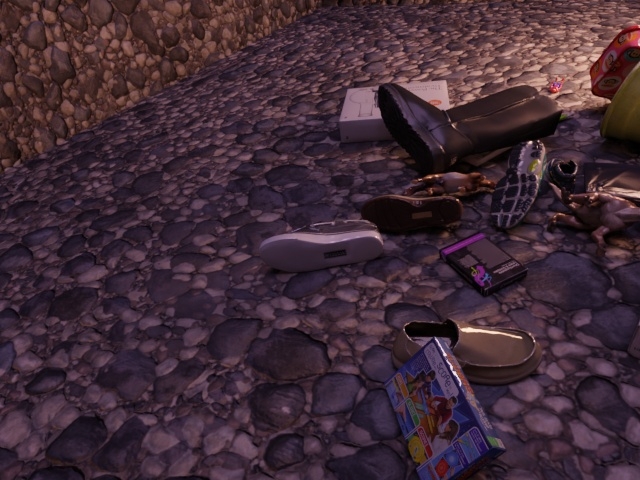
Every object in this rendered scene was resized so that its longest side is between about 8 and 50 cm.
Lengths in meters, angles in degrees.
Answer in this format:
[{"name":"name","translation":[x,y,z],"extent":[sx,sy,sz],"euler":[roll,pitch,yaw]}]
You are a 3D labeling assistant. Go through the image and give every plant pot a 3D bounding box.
[{"name":"plant pot","translation":[0.959,-0.344,1.224],"extent":[0.276,0.276,0.254],"euler":[-30,54,-22]}]

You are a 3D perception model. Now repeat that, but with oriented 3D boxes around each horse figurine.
[{"name":"horse figurine","translation":[0.349,-0.149,1.234],"extent":[0.263,0.066,0.174],"euler":[-3,8,26]}]

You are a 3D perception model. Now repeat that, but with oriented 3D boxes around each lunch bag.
[{"name":"lunch bag","translation":[1.014,-0.520,1.423],"extent":[0.293,0.258,0.120],"euler":[10,67,1]}]

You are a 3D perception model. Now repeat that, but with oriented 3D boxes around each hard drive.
[{"name":"hard drive","translation":[0.788,-0.127,1.123],"extent":[0.254,0.054,0.172],"euler":[10,39,21]}]

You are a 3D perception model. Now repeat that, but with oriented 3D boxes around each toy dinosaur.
[{"name":"toy dinosaur","translation":[0.659,-0.062,1.039],"extent":[0.200,0.127,0.296],"euler":[-8,20,-13]}]

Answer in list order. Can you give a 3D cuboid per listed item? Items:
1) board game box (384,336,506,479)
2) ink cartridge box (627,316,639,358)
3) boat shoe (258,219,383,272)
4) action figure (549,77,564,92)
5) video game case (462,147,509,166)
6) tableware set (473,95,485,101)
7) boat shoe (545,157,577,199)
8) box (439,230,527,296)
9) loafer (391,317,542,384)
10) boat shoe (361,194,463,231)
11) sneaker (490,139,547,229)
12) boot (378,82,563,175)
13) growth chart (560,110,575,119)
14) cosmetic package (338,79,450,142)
[{"name":"board game box","translation":[0.186,0.274,0.728],"extent":[0.136,0.035,0.201],"euler":[-50,32,23]},{"name":"ink cartridge box","translation":[0.653,0.142,0.808],"extent":[0.139,0.082,0.190],"euler":[22,47,35]},{"name":"boat shoe","translation":[0.000,0.000,1.129],"extent":[0.301,0.108,0.102],"euler":[-8,38,0]},{"name":"action figure","translation":[0.874,-0.574,1.694],"extent":[0.038,0.030,0.115],"euler":[19,49,26]},{"name":"video game case","translation":[0.499,-0.309,1.458],"extent":[0.190,0.022,0.173],"euler":[-28,41,-21]},{"name":"tableware set","translation":[0.563,-0.453,1.610],"extent":[0.141,0.020,0.169],"euler":[-28,40,-6]},{"name":"boat shoe","translation":[0.649,-0.189,1.220],"extent":[0.065,0.083,0.183],"euler":[1,40,15]},{"name":"box","translation":[0.365,0.050,1.037],"extent":[0.116,0.029,0.162],"euler":[-22,38,-13]},{"name":"loafer","translation":[0.262,0.195,0.829],"extent":[0.268,0.092,0.102],"euler":[-4,39,9]},{"name":"boat shoe","translation":[0.238,-0.072,1.191],"extent":[0.257,0.095,0.095],"euler":[3,9,21]},{"name":"sneaker","translation":[0.523,-0.131,1.164],"extent":[0.107,0.110,0.275],"euler":[6,56,47]},{"name":"boot","translation":[0.447,-0.405,1.409],"extent":[0.445,0.146,0.367],"euler":[-22,62,-10]},{"name":"growth chart","translation":[0.713,-0.438,1.569],"extent":[0.172,0.021,0.237],"euler":[-24,39,-14]},{"name":"cosmetic package","translation":[0.271,-0.471,1.662],"extent":[0.377,0.097,0.284],"euler":[-2,42,12]}]
